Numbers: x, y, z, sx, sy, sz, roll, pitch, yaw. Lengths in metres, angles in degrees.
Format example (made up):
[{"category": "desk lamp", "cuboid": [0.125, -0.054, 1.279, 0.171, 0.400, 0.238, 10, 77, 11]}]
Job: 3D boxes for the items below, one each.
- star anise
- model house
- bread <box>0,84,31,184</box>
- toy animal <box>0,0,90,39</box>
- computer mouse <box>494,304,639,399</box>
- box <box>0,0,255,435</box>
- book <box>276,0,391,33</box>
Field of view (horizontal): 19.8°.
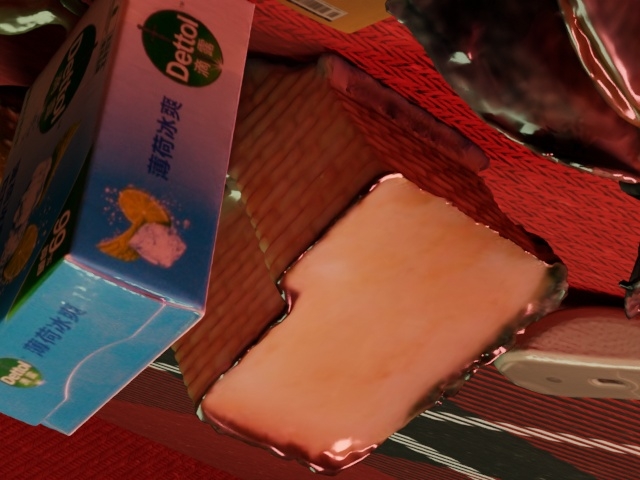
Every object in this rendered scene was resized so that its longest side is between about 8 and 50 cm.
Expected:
[{"category": "star anise", "cuboid": [0.147, -0.052, 0.666, 0.212, 0.129, 0.282, -2, 151, 47]}, {"category": "model house", "cuboid": [0.000, 0.000, 1.006, 0.166, 0.183, 0.172, 28, -157, -42]}, {"category": "bread", "cuboid": [-0.159, -0.003, 1.107, 0.184, 0.110, 0.234, 55, -166, 2]}, {"category": "toy animal", "cuboid": [-0.195, -0.115, 1.001, 0.219, 0.086, 0.069, 9, -156, 20]}, {"category": "computer mouse", "cuboid": [0.209, 0.074, 1.255, 0.181, 0.056, 0.089, 2, 162, 30]}, {"category": "box", "cuboid": [-0.105, -0.023, 0.890, 0.073, 0.194, 0.139, 25, 139, -21]}, {"category": "book", "cuboid": [0.000, -0.131, 0.789, 0.118, 0.012, 0.172, 24, 167, -21]}]
